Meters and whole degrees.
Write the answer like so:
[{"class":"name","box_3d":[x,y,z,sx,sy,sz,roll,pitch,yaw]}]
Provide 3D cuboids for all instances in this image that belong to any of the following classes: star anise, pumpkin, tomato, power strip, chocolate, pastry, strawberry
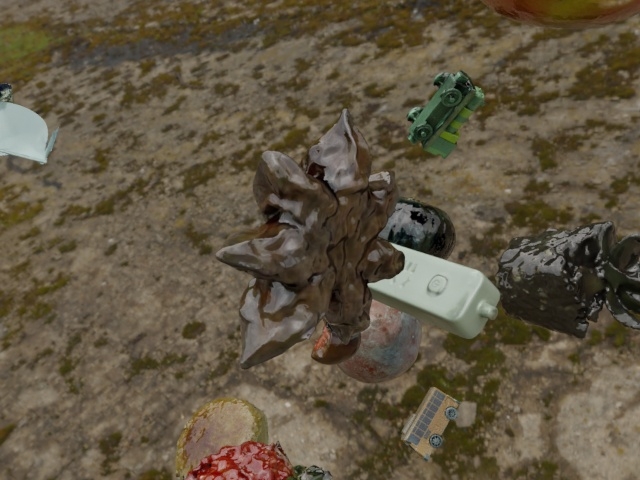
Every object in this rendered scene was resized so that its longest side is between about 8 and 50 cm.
[{"class":"star anise","box_3d":[-0.002,0.019,0.692,0.108,0.315,0.315,10,47,35]},{"class":"pumpkin","box_3d":[0.190,-0.018,1.346,0.233,0.233,0.163,16,93,35]},{"class":"tomato","box_3d":[0.167,0.292,1.891,0.282,0.316,0.316,3,43,39]},{"class":"power strip","box_3d":[0.121,0.057,0.949,0.385,0.062,0.091,19,69,52]},{"class":"chocolate","box_3d":[0.029,0.247,1.488,0.127,0.133,0.124,46,47,10]},{"class":"pastry","box_3d":[-0.308,0.623,1.846,0.330,0.136,0.329,-19,43,19]},{"class":"strawberry","box_3d":[-0.125,0.329,0.710,0.286,0.106,0.188,-31,16,-11]}]

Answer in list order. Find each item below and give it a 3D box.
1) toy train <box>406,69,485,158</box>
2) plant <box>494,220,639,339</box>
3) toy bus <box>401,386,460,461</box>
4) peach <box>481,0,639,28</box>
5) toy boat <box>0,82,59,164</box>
[{"class":"toy train","box_3d":[0.290,-0.293,1.378,0.132,0.200,0.083,18,45,-24]},{"class":"plant","box_3d":[0.488,0.079,1.132,0.276,0.199,0.188,-2,33,38]},{"class":"toy bus","box_3d":[0.297,0.500,1.641,0.103,0.091,0.182,31,78,10]},{"class":"peach","box_3d":[0.366,-0.461,0.915,0.306,0.242,0.380,-15,43,27]},{"class":"toy boat","box_3d":[-0.612,-0.185,1.098,0.210,0.070,0.291,-43,59,-16]}]
